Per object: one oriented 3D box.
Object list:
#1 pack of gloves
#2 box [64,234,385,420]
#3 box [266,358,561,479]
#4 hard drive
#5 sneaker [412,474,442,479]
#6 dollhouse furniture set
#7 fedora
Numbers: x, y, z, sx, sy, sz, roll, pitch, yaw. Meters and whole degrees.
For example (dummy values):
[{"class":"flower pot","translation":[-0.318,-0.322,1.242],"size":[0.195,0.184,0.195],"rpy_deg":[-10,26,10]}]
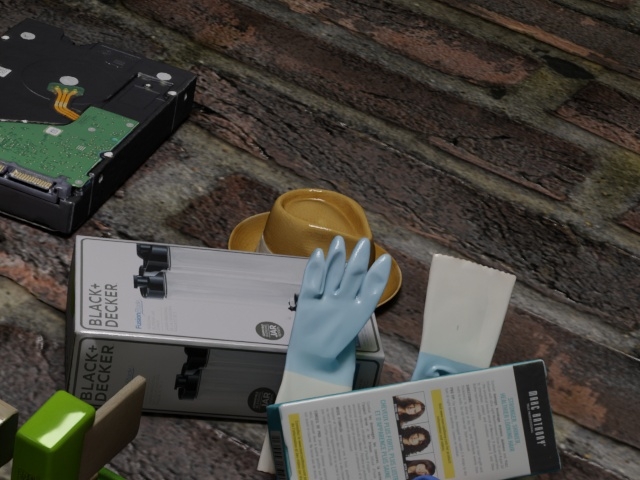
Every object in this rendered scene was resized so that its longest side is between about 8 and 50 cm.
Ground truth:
[{"class":"pack of gloves","translation":[0.058,0.119,1.526],"size":[0.195,0.232,0.046],"rpy_deg":[16,-10,-13]},{"class":"box","translation":[-0.097,0.087,1.602],"size":[0.290,0.087,0.169],"rpy_deg":[6,32,-10]},{"class":"box","translation":[0.082,0.172,1.470],"size":[0.244,0.100,0.060],"rpy_deg":[-8,-4,-15]},{"class":"hard drive","translation":[-0.312,-0.137,1.906],"size":[0.237,0.064,0.339],"rpy_deg":[18,31,10]},{"class":"sneaker","translation":[0.109,0.234,1.392],"size":[0.083,0.087,0.221],"rpy_deg":[-19,-8,37]},{"class":"dollhouse furniture set","translation":[-0.297,0.131,1.356],"size":[0.302,0.197,0.151],"rpy_deg":[26,35,19]},{"class":"fedora","translation":[0.000,0.000,1.781],"size":[0.194,0.079,0.194],"rpy_deg":[9,32,-6]}]
